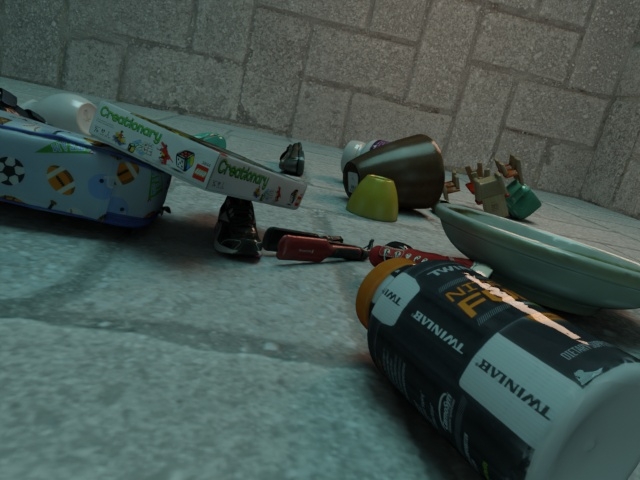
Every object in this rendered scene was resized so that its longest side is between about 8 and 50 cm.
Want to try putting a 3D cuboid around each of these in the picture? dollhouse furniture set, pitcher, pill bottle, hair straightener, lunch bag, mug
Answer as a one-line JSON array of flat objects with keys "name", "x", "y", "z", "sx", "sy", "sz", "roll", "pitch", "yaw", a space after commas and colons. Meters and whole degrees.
[{"name": "dollhouse furniture set", "x": 0.546, "y": -0.171, "z": 1.642, "sx": 0.262, "sy": 0.135, "sz": 0.259, "roll": -15, "pitch": 17, "yaw": 12}, {"name": "pitcher", "x": -0.693, "y": -0.306, "z": 1.258, "sx": 0.207, "sy": 0.125, "sz": 0.177, "roll": 6, "pitch": 34, "yaw": 17}, {"name": "pill bottle", "x": 0.226, "y": -0.238, "z": 1.623, "sx": 0.302, "sy": 0.169, "sz": 0.169, "roll": 21, "pitch": 17, "yaw": 26}, {"name": "hair straightener", "x": 0.000, "y": 0.000, "z": 0.814, "sx": 0.230, "sy": 0.047, "sz": 0.089, "roll": -1, "pitch": 20, "yaw": -41}, {"name": "lunch bag", "x": -0.371, "y": -0.108, "z": 0.740, "sx": 0.303, "sy": 0.114, "sz": 0.243, "roll": 16, "pitch": 8, "yaw": -16}, {"name": "mug", "x": 0.686, "y": -0.145, "z": 1.724, "sx": 0.158, "sy": 0.097, "sz": 0.129, "roll": 40, "pitch": 14, "yaw": -35}, {"name": "pill bottle", "x": 0.125, "y": 0.096, "z": 0.415, "sx": 0.130, "sy": 0.130, "sz": 0.246, "roll": 4, "pitch": 17, "yaw": -29}]

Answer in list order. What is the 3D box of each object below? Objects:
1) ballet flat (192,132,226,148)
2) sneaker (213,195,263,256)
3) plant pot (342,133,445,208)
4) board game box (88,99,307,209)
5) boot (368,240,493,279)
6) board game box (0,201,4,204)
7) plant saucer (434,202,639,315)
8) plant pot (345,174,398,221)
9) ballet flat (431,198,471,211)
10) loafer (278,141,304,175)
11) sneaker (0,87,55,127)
[{"name": "ballet flat", "x": -0.360, "y": -0.235, "z": 1.304, "sx": 0.087, "sy": 0.083, "sz": 0.247, "roll": -2, "pitch": 17, "yaw": 36}, {"name": "sneaker", "x": -0.132, "y": -0.031, "z": 0.765, "sx": 0.072, "sy": 0.077, "sz": 0.178, "roll": 4, "pitch": 18, "yaw": -25}, {"name": "plant pot", "x": 0.188, "y": -0.178, "z": 1.372, "sx": 0.230, "sy": 0.215, "sz": 0.215, "roll": -11, "pitch": 24, "yaw": -23}, {"name": "board game box", "x": -0.160, "y": -0.116, "z": 0.744, "sx": 0.193, "sy": 0.053, "sz": 0.305, "roll": 25, "pitch": 7, "yaw": 17}, {"name": "boot", "x": 0.140, "y": 0.053, "z": 0.678, "sx": 0.176, "sy": 0.088, "sz": 0.244, "roll": 16, "pitch": 8, "yaw": 15}, {"name": "board game box", "x": -0.595, "y": -0.110, "z": 0.770, "sx": 0.145, "sy": 0.027, "sz": 0.281, "roll": 3, "pitch": 18, "yaw": -39}, {"name": "plant saucer", "x": 0.379, "y": 0.040, "z": 0.845, "sx": 0.401, "sy": 0.100, "sz": 0.400, "roll": 16, "pitch": 12, "yaw": -4}, {"name": "plant pot", "x": 0.139, "y": -0.112, "z": 1.239, "sx": 0.134, "sy": 0.095, "sz": 0.134, "roll": 11, "pitch": 15, "yaw": -3}, {"name": "ballet flat", "x": 0.386, "y": -0.086, "z": 1.414, "sx": 0.084, "sy": 0.058, "sz": 0.250, "roll": 11, "pitch": 15, "yaw": -9}, {"name": "loafer", "x": -0.104, "y": -0.287, "z": 1.688, "sx": 0.084, "sy": 0.096, "sz": 0.267, "roll": 4, "pitch": 18, "yaw": -8}, {"name": "sneaker", "x": -0.618, "y": -0.234, "z": 0.959, "sx": 0.126, "sy": 0.127, "sz": 0.321, "roll": 8, "pitch": 4, "yaw": 34}]
